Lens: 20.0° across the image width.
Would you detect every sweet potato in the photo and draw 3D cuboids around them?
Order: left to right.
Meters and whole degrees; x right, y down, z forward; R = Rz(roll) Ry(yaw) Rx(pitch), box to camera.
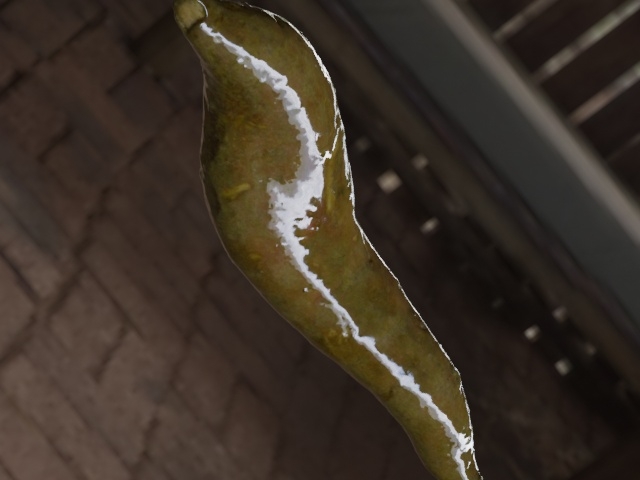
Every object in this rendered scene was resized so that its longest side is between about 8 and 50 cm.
[{"bbox_3d":[-0.001,0.002,0.703,0.059,0.069,0.249,-48,125,-36],"label":"sweet potato"}]
